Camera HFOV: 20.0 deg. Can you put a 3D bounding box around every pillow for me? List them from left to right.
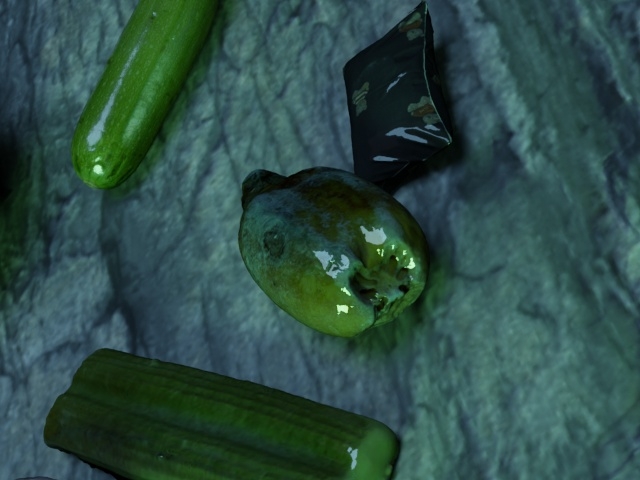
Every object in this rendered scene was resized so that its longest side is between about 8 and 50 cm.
[{"bbox_3d":[0.055,-0.103,1.370,0.090,0.048,0.150,-24,47,20],"label":"pillow"}]

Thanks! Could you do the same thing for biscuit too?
[{"bbox_3d":[-0.081,0.140,1.294,0.322,0.038,0.099,10,62,44],"label":"biscuit"}]

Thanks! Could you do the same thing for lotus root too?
[{"bbox_3d":[0.000,0.000,1.303,0.113,0.088,0.192,-36,38,-15],"label":"lotus root"}]

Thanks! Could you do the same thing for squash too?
[{"bbox_3d":[-0.148,-0.149,1.561,0.069,0.069,0.239,5,62,42],"label":"squash"}]

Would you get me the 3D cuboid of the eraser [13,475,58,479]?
[{"bbox_3d":[-0.268,0.362,1.207,0.272,0.122,0.359,-24,44,26],"label":"eraser"}]
